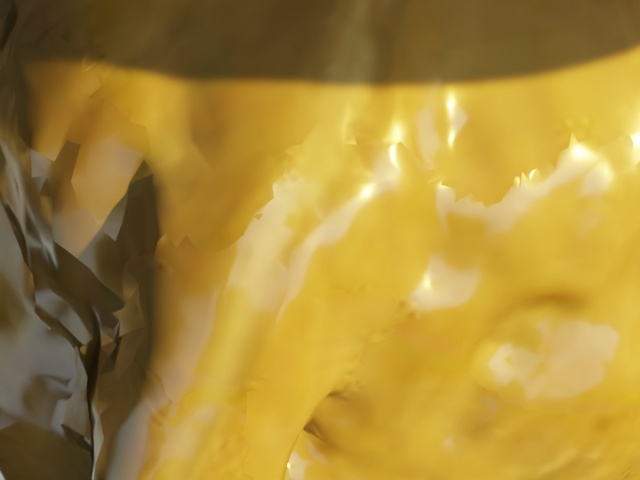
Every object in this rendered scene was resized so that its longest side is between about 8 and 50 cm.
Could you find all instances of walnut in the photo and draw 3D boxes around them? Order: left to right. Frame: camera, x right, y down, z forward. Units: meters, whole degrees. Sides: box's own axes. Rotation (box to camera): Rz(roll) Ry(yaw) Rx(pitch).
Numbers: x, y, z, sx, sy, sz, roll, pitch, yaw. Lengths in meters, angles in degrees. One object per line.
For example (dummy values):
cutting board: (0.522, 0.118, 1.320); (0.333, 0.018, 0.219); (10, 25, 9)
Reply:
walnut: (-0.002, -0.014, 0.785); (0.384, 0.383, 0.383); (-15, -172, 2)
